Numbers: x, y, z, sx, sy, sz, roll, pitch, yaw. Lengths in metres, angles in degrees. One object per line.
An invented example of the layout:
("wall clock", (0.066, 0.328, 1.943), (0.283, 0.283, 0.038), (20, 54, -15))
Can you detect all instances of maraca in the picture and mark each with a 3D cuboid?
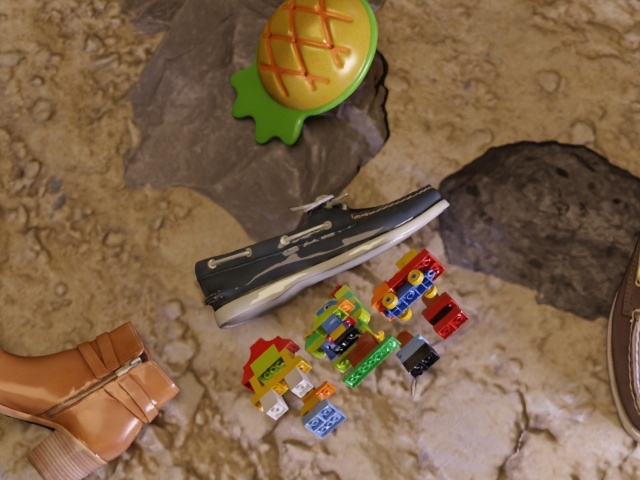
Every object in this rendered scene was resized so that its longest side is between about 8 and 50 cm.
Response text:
("maraca", (-0.019, -0.184, 1.122), (0.185, 0.099, 0.127), (-47, 67, 16))

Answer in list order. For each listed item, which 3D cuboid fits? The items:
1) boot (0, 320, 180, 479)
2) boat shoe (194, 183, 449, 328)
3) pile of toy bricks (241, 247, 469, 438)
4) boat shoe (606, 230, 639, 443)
("boot", (-0.245, 0.124, 1.042), (0.152, 0.073, 0.197), (-40, 82, -8))
("boat shoe", (0.000, 0.000, 1.052), (0.255, 0.095, 0.079), (-27, 80, 5))
("pile of toy bricks", (0.029, 0.083, 1.022), (0.212, 0.118, 0.105), (-42, 41, 7))
("boat shoe", (0.342, 0.031, 0.997), (0.117, 0.096, 0.324), (15, 71, 11))
